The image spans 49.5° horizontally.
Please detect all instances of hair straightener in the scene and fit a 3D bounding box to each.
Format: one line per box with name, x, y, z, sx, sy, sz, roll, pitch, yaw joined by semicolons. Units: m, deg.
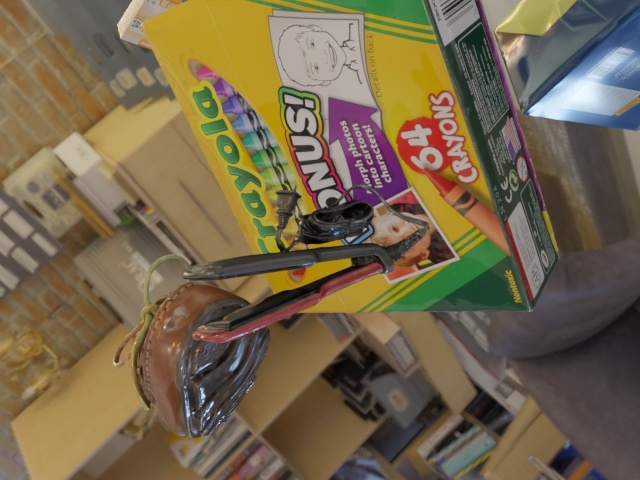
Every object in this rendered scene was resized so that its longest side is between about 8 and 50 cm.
hair straightener;0.000;0.000;0.509;0.047;0.230;0.089;-4;100;50

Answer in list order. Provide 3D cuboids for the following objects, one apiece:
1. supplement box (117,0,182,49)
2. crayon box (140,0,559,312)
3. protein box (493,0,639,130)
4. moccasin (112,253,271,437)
supplement box;-0.272;-0.358;1.108;0.062;0.098;0.036;10;-132;-42
crayon box;0.027;-0.100;0.691;0.313;0.106;0.363;-7;117;40
protein box;0.360;-0.249;0.826;0.200;0.201;0.136;-47;48;53
moccasin;-0.134;0.107;0.704;0.147;0.139;0.380;34;168;3
